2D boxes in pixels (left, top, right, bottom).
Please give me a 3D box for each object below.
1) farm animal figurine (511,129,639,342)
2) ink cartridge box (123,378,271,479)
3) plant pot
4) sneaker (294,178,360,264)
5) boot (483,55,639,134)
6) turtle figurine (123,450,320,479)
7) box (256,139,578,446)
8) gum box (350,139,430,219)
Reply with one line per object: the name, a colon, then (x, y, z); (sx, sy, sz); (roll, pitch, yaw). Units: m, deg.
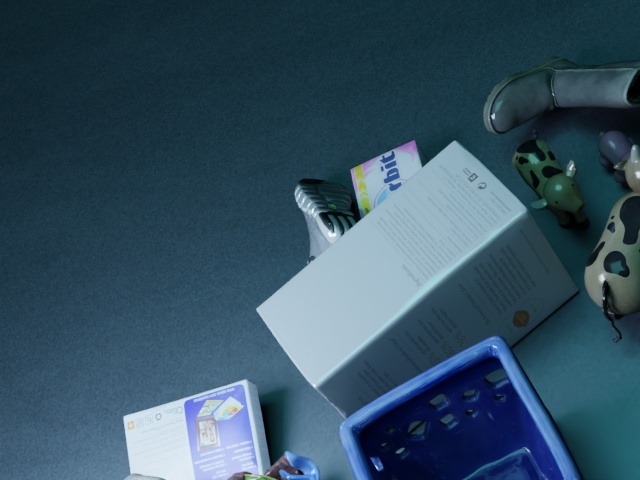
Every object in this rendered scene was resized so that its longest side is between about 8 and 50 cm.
farm animal figurine: (0.393, -0.040, 1.862); (0.330, 0.172, 0.327); (-6, 58, 27)
ink cartridge box: (-0.168, 0.319, 2.024); (0.206, 0.045, 0.208); (-18, 67, 20)
plant pot: (0.194, 0.291, 1.735); (0.236, 0.212, 0.236); (-32, 50, 9)
sneaker: (0.000, 0.000, 2.125); (0.228, 0.086, 0.132); (-109, 29, -67)
boot: (0.351, -0.197, 2.005); (0.189, 0.076, 0.208); (-39, 33, -22)
turtle figurine: (-0.138, 0.389, 1.853); (0.266, 0.198, 0.274); (-3, 69, 30)
box: (0.129, 0.077, 1.911); (0.345, 0.215, 0.168); (-40, 49, 0)
gum box: (0.115, -0.047, 2.099); (0.107, 0.062, 0.188); (-23, 52, 15)
